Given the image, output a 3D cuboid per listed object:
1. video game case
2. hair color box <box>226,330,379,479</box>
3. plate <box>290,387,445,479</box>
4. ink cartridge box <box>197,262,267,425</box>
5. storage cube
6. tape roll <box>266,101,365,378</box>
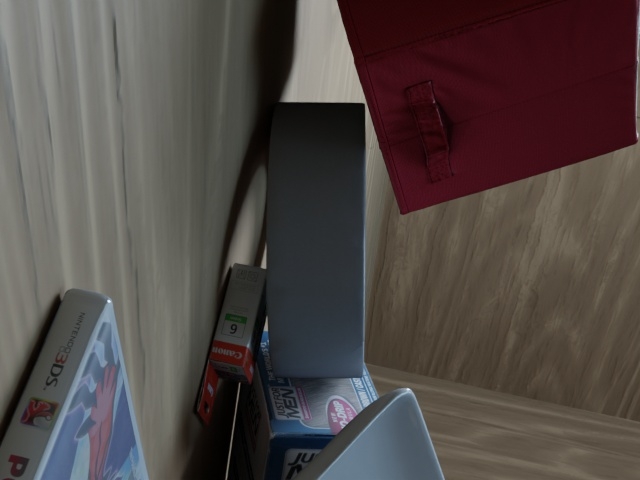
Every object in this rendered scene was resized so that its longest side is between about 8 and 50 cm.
[{"bbox_3d":[-0.115,0.149,0.459,0.201,0.023,0.183,94,10,-54],"label":"video game case"},{"bbox_3d":[-0.028,0.273,0.951,0.174,0.105,0.347,-114,-150,-65],"label":"hair color box"},{"bbox_3d":[-0.008,0.272,0.791,0.277,0.045,0.278,-42,134,-22],"label":"plate"},{"bbox_3d":[-0.063,0.081,0.815,0.063,0.029,0.115,86,16,-71],"label":"ink cartridge box"},{"bbox_3d":[0.116,-0.163,0.809,0.184,0.193,0.215,67,8,-54],"label":"storage cube"},{"bbox_3d":[0.000,0.000,0.859,0.219,0.072,0.219,0,90,-88],"label":"tape roll"}]
